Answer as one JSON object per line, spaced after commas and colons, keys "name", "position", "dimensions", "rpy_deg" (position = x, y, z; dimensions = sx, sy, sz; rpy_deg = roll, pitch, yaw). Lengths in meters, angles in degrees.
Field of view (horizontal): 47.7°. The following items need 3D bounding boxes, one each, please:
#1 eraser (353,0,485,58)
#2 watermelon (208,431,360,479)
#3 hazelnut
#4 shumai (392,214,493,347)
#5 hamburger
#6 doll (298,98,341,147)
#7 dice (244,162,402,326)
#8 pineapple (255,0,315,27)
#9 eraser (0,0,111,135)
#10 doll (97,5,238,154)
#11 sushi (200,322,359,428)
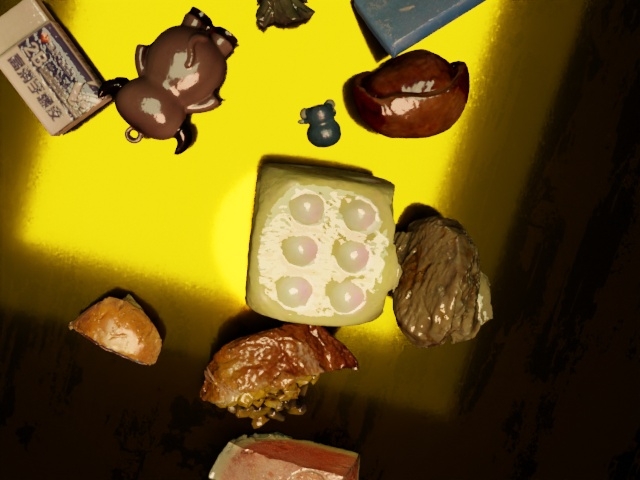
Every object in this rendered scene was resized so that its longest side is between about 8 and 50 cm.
{"name": "eraser", "position": [0.222, -0.458, 1.274], "dimensions": [0.311, 0.043, 0.144], "rpy_deg": [-31, 65, 2]}
{"name": "watermelon", "position": [-0.046, 0.443, 1.382], "dimensions": [0.318, 0.226, 0.148], "rpy_deg": [26, 71, -20]}
{"name": "hazelnut", "position": [0.157, -0.258, 1.278], "dimensions": [0.201, 0.170, 0.161], "rpy_deg": [4, 99, -16]}
{"name": "shumai", "position": [0.242, 0.089, 1.336], "dimensions": [0.189, 0.256, 0.218], "rpy_deg": [-28, 134, 33]}
{"name": "hamburger", "position": [-0.373, 0.159, 1.356], "dimensions": [0.176, 0.087, 0.102], "rpy_deg": [27, 99, -7]}
{"name": "doll", "position": [0.000, -0.212, 1.338], "dimensions": [0.076, 0.050, 0.083], "rpy_deg": [-16, 103, 3]}
{"name": "dice", "position": [0.000, 0.000, 1.274], "dimensions": [0.254, 0.250, 0.252], "rpy_deg": [5, 101, -6]}
{"name": "pineapple", "position": [-0.095, -0.524, 1.234], "dimensions": [0.170, 0.141, 0.310], "rpy_deg": [-28, 111, -24]}
{"name": "eraser", "position": [-0.481, -0.303, 1.269], "dimensions": [0.124, 0.068, 0.210], "rpy_deg": [-34, 101, 5]}
{"name": "doll", "position": [-0.261, -0.279, 1.267], "dimensions": [0.182, 0.117, 0.257], "rpy_deg": [35, 95, -10]}
{"name": "sushi", "position": [-0.087, 0.254, 1.370], "dimensions": [0.296, 0.167, 0.179], "rpy_deg": [-18, 79, -8]}
